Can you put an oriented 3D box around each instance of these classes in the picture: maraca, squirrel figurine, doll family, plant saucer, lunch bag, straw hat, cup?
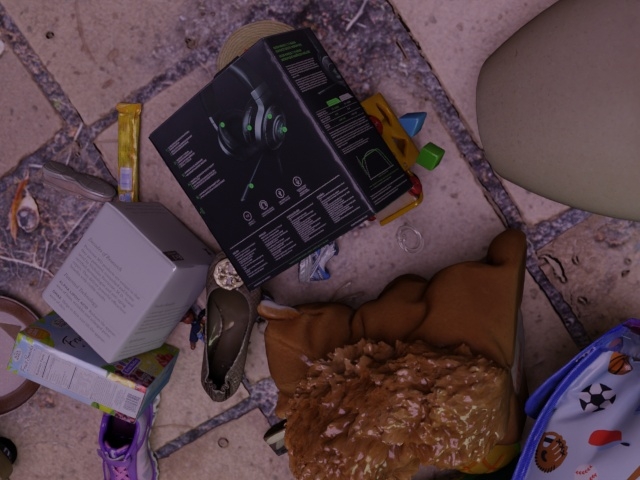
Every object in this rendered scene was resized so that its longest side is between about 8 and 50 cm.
[{"bbox_3d":[0.211,0.300,1.312,0.186,0.099,0.127,8,142,15],"label":"maraca"},{"bbox_3d":[0.076,0.170,1.161,0.371,0.397,0.281,1,113,20],"label":"squirrel figurine"},{"bbox_3d":[-0.147,0.115,1.331,0.111,0.076,0.193,38,107,-7],"label":"doll family"},{"bbox_3d":[-0.537,0.185,1.384,0.199,0.036,0.198,1,88,-13],"label":"plant saucer"},{"bbox_3d":[0.411,0.314,1.146,0.239,0.328,0.385,17,84,40],"label":"lunch bag"},{"bbox_3d":[-0.088,-0.253,1.248,0.145,0.061,0.144,1,103,6],"label":"straw hat"},{"bbox_3d":[0.342,-0.174,1.108,0.237,0.331,0.331,-5,103,33],"label":"cup"}]

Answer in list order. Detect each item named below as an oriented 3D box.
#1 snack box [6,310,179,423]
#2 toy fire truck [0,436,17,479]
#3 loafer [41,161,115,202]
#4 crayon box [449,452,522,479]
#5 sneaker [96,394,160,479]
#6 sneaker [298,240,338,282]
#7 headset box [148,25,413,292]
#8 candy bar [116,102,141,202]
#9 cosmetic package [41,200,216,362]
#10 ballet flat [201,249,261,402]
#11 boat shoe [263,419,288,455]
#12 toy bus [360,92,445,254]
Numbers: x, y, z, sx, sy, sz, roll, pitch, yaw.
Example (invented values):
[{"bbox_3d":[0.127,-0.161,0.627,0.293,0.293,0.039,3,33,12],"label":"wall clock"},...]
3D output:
[{"bbox_3d":[-0.342,0.182,1.316,0.207,0.174,0.070,21,103,1],"label":"snack box"},{"bbox_3d":[-0.662,0.371,1.426,0.246,0.158,0.217,-39,96,3],"label":"toy fire truck"},{"bbox_3d":[-0.376,-0.083,1.335,0.125,0.045,0.039,24,121,8],"label":"loafer"},{"bbox_3d":[0.214,0.474,1.299,0.323,0.083,0.203,-17,99,-12],"label":"crayon box"},{"bbox_3d":[-0.317,0.342,1.385,0.095,0.104,0.236,5,104,4],"label":"sneaker"},{"bbox_3d":[0.000,0.000,1.304,0.058,0.052,0.135,5,111,-4],"label":"sneaker"},{"bbox_3d":[-0.062,-0.116,1.169,0.246,0.131,0.283,-33,91,34],"label":"headset box"},{"bbox_3d":[-0.295,-0.131,1.322,0.040,0.018,0.161,5,103,9],"label":"candy bar"},{"bbox_3d":[-0.276,0.057,1.277,0.151,0.151,0.183,41,103,13],"label":"cosmetic package"},{"bbox_3d":[-0.140,0.130,1.267,0.084,0.058,0.249,13,111,7],"label":"ballet flat"},{"bbox_3d":[-0.017,0.298,1.367,0.152,0.056,0.049,-26,103,21],"label":"boat shoe"},{"bbox_3d":[0.094,-0.111,1.233,0.191,0.104,0.202,20,123,24],"label":"toy bus"}]
